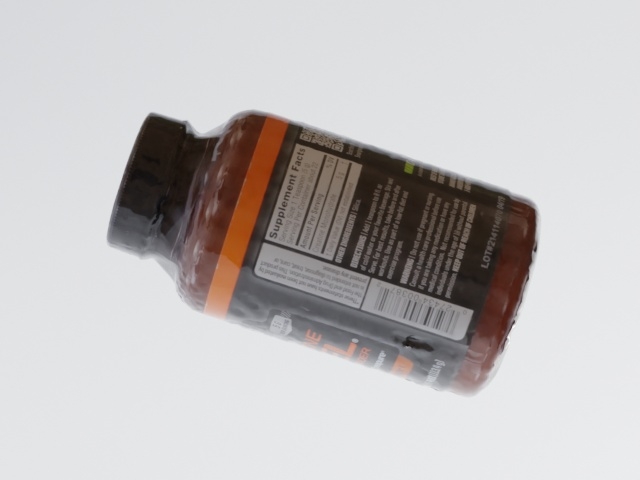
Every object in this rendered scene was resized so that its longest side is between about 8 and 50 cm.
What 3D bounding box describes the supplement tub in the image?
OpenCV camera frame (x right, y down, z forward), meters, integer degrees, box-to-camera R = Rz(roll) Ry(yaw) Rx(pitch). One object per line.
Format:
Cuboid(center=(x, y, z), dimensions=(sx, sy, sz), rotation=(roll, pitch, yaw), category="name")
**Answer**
Cuboid(center=(0.000, 0.000, 0.909), dimensions=(0.198, 0.106, 0.106), rotation=(18, -136, 0), category="supplement tub")
